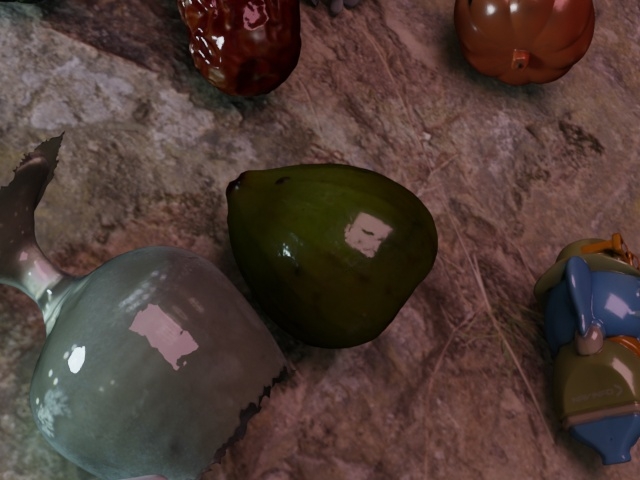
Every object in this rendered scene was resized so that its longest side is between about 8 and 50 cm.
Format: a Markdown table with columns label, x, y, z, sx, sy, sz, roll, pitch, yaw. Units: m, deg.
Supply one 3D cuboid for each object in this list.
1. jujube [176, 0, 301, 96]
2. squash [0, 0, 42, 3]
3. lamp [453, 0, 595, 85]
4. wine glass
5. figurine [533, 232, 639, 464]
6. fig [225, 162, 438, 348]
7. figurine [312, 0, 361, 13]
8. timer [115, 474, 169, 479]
| label | x | y | z | sx | sy | sz | roll | pitch | yaw |
| --- | --- | --- | --- | --- | --- | --- | --- | --- | --- |
| jujube | -0.095 | -0.284 | 1.646 | 0.155 | 0.155 | 0.230 | 3 | 59 | -25 |
| squash | -0.358 | -0.394 | 1.579 | 0.252 | 0.165 | 0.252 | 16 | 53 | -21 |
| lamp | 0.265 | -0.287 | 1.805 | 0.188 | 0.187 | 0.164 | 21 | 55 | -13 |
| wine glass | -0.197 | 0.084 | 1.291 | 0.323 | 0.238 | 0.238 | 40 | 50 | 3 |
| figurine | 0.333 | 0.125 | 1.597 | 0.180 | 0.154 | 0.262 | -1 | 76 | -38 |
| fig | 0.000 | 0.000 | 1.463 | 0.225 | 0.203 | 0.203 | 38 | 49 | -8 |
| figurine | 0.018 | -0.341 | 1.789 | 0.082 | 0.094 | 0.086 | 9 | 11 | 25 |
| timer | -0.211 | 0.326 | 1.134 | 0.194 | 0.192 | 0.195 | -5 | 60 | -29 |
